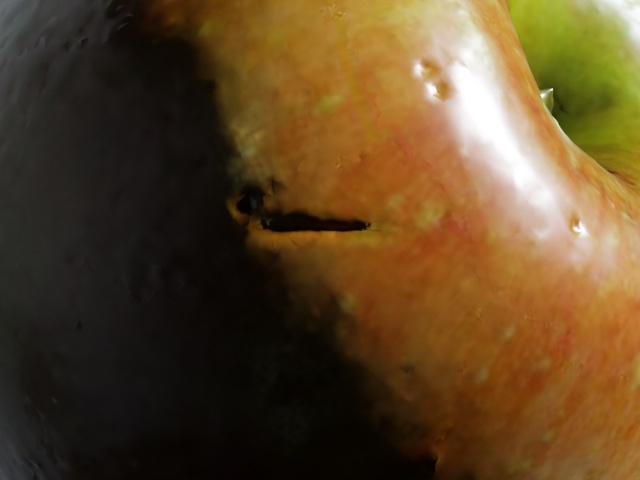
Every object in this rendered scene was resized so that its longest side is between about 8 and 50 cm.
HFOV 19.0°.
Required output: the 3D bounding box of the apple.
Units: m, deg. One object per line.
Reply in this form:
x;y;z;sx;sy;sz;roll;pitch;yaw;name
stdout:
0.000;0.000;0.437;0.196;0.196;0.196;-9;105;-35;apple
